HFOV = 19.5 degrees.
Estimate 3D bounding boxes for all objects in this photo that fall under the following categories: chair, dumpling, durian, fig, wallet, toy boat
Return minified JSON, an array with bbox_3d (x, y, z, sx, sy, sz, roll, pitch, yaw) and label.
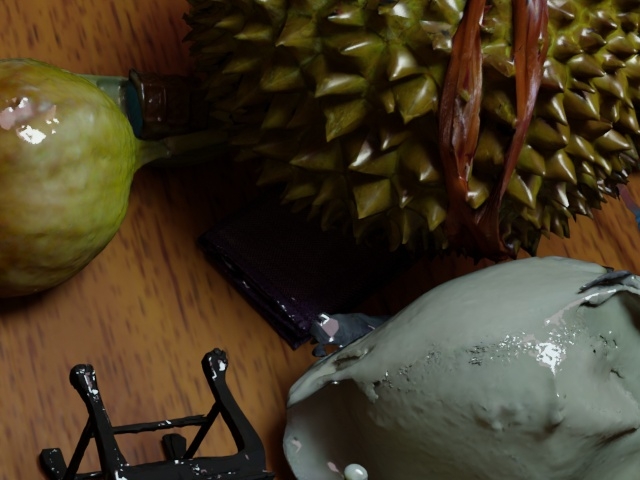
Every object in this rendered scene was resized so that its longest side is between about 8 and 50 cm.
[{"bbox_3d":[-0.083,0.194,1.125,0.106,0.113,0.229,-6,55,-29],"label":"chair"},{"bbox_3d":[0.123,0.113,1.223,0.163,0.293,0.204,-83,150,-55],"label":"dumpling"},{"bbox_3d":[0.088,-0.152,1.266,0.347,0.384,0.347,25,60,-52],"label":"durian"},{"bbox_3d":[-0.165,-0.055,1.252,0.257,0.159,0.159,-12,62,-41],"label":"fig"},{"bbox_3d":[0.001,-0.001,1.371,0.111,0.030,0.166,47,48,10],"label":"wallet"},{"bbox_3d":[-0.129,-0.094,1.350,0.172,0.066,0.065,5,56,-25],"label":"toy boat"}]

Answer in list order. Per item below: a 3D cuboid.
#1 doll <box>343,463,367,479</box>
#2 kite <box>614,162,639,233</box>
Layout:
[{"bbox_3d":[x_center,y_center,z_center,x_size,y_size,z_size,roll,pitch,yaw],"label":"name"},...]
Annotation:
[{"bbox_3d":[0.013,0.200,1.146,0.062,0.162,0.106,15,70,21],"label":"doll"},{"bbox_3d":[0.258,-0.063,1.523,0.152,0.015,0.285,-10,71,-51],"label":"kite"}]
